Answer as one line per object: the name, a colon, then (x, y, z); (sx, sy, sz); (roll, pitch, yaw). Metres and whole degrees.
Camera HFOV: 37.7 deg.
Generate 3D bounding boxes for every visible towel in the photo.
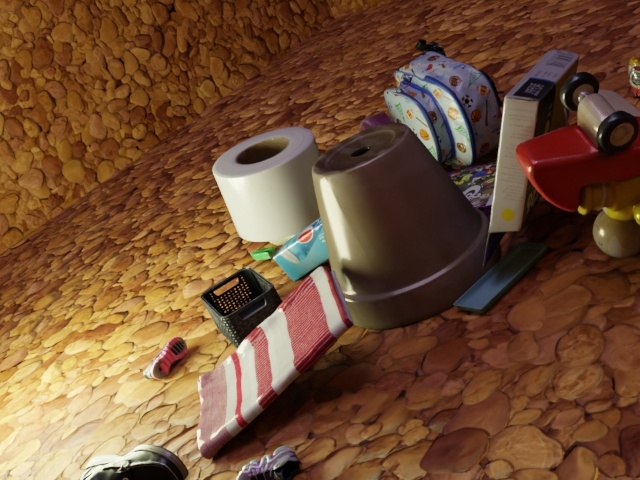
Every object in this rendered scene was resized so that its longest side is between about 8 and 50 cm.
towel: (-0.087, 0.195, 1.573); (0.329, 0.037, 0.237); (-44, 20, 9)

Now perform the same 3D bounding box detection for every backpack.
backpack: (0.287, -0.288, 2.112); (0.213, 0.277, 0.263); (-40, 31, -19)

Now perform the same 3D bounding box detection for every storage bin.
storage bin: (-0.151, 0.133, 1.866); (0.122, 0.084, 0.180); (-32, 21, -13)

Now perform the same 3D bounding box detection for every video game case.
video game case: (0.301, -0.092, 1.916); (0.232, 0.042, 0.210); (-11, 25, 36)

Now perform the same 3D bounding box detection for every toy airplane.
toy airplane: (0.515, -0.092, 1.434); (0.384, 0.273, 0.386); (27, 36, 18)

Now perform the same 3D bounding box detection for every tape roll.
tape roll: (-0.104, -0.131, 2.131); (0.246, 0.169, 0.246); (-17, 27, 9)

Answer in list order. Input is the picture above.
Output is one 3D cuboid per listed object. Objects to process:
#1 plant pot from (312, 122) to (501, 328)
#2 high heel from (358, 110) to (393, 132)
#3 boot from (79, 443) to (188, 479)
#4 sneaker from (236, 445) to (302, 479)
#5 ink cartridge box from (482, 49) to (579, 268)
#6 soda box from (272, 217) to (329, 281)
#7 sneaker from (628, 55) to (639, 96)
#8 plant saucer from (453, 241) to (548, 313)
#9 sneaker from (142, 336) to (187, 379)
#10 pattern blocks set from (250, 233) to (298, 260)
plant pot: (0.126, -0.045, 1.686); (0.323, 0.280, 0.323); (-23, 22, 10)
high heel: (0.296, -0.292, 2.362); (0.377, 0.127, 0.181); (-26, 49, -10)
boot: (-0.322, 0.407, 1.432); (0.236, 0.085, 0.179); (-18, 24, 39)
sneaker: (-0.072, 0.339, 1.356); (0.098, 0.038, 0.069); (-32, 21, -13)
ink cartridge box: (0.365, -0.142, 1.616); (0.072, 0.307, 0.303); (12, 29, 21)
soda box: (0.000, 0.000, 1.931); (0.210, 0.071, 0.067); (-35, 12, 38)
sneaker: (0.765, -0.386, 1.986); (0.225, 0.093, 0.088); (-21, 22, 13)
plant saucer: (0.308, 0.062, 1.584); (0.192, 0.018, 0.067); (-38, 24, -29)
sneaker: (-0.315, 0.237, 1.880); (0.057, 0.047, 0.119); (-24, 17, 40)
pattern blocks set: (-0.027, -0.048, 2.221); (0.285, 0.026, 0.325); (-3, 31, 47)
